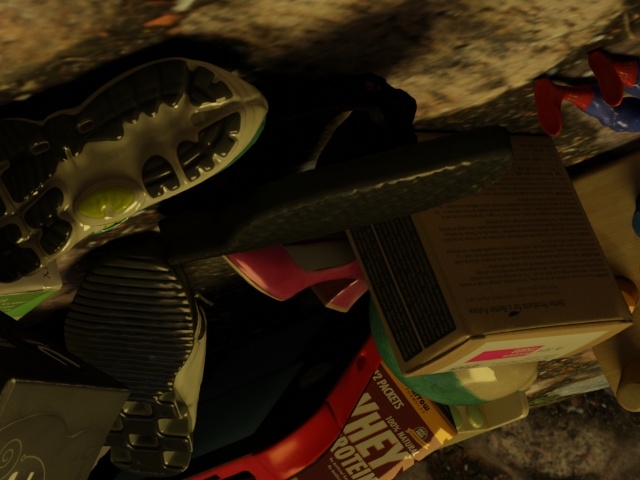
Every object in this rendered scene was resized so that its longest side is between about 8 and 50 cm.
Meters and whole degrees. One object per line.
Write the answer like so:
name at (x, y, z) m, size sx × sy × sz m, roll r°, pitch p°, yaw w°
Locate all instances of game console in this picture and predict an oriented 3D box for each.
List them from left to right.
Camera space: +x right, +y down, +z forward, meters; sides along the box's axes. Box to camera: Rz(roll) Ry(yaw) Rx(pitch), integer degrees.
game console at (-0.091, 0.180, 1.916) m, size 0.386 × 0.060 × 0.342 m, roll -25°, pitch -159°, yaw 35°

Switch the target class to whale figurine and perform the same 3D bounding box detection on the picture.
whale figurine at (0.136, 0.054, 1.679) m, size 0.141 × 0.216 × 0.272 m, roll -20°, pitch -167°, yaw 25°

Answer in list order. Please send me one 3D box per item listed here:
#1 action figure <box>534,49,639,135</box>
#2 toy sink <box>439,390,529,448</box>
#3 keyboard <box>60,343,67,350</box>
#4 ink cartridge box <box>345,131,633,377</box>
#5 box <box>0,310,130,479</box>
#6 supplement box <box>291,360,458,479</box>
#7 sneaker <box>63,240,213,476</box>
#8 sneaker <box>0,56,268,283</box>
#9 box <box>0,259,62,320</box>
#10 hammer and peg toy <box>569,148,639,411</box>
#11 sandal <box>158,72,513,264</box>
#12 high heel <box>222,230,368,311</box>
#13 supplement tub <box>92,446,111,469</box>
action figure at (0.296, -0.077, 1.482) m, size 0.091 × 0.139 × 0.280 m, roll -24°, pitch 167°, yaw 34°
toy sink at (0.149, 0.212, 2.444) m, size 0.234 × 0.152 × 0.131 m, roll -24°, pitch 164°, yaw 34°
keyboard at (-0.322, 0.142, 1.711) m, size 0.202 × 0.033 × 0.317 m, roll -14°, pitch -178°, yaw 21°
ink cartridge box at (0.138, 0.009, 1.495) m, size 0.235 × 0.193 × 0.088 m, roll -1°, pitch 154°, yaw -46°
box at (-0.292, 0.094, 1.141) m, size 0.143 × 0.270 × 0.165 m, roll -64°, pitch 158°, yaw 3°
supplement box at (0.031, 0.188, 1.977) m, size 0.191 × 0.129 × 0.194 m, roll -35°, pitch -163°, yaw 7°
sneaker at (-0.167, 0.081, 1.660) m, size 0.122 × 0.146 × 0.330 m, roll 9°, pitch 143°, yaw 2°
sneaker at (-0.160, -0.041, 1.167) m, size 0.275 × 0.107 × 0.110 m, roll -17°, pitch 180°, yaw 14°
box at (-0.393, 0.079, 1.468) m, size 0.232 × 0.058 × 0.322 m, roll -6°, pitch 165°, yaw -39°
hammer and peg toy at (0.407, -0.001, 1.700) m, size 0.361 × 0.266 × 0.127 m, roll -23°, pitch -167°, yaw 25°
sandal at (-0.018, -0.055, 1.308) m, size 0.168 × 0.107 × 0.446 m, roll -10°, pitch 178°, yaw -28°
high heel at (0.000, 0.000, 1.615) m, size 0.117 × 0.082 × 0.244 m, roll -48°, pitch 144°, yaw 14°
supplement tub at (-0.333, 0.369, 2.345) m, size 0.228 × 0.228 × 0.316 m, roll -11°, pitch 166°, yaw -20°
